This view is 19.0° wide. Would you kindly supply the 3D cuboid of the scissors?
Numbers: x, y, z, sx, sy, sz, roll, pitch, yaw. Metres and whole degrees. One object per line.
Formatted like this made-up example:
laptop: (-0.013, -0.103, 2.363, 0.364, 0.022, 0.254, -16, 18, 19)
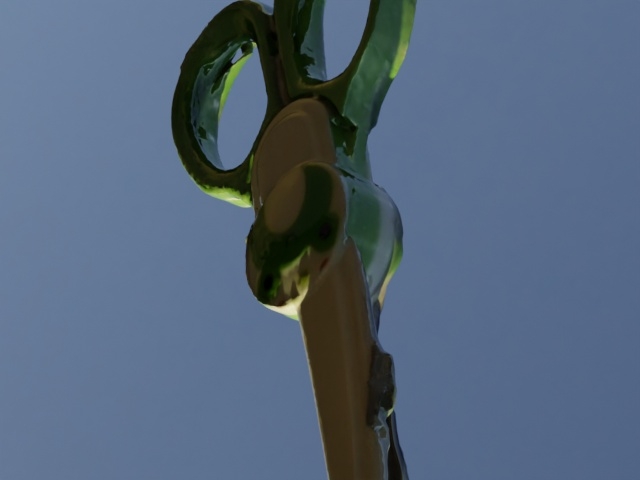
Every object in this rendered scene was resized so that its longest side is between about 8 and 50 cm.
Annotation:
scissors: (0.000, 0.000, 0.531, 0.101, 0.027, 0.204, -41, -137, 36)
